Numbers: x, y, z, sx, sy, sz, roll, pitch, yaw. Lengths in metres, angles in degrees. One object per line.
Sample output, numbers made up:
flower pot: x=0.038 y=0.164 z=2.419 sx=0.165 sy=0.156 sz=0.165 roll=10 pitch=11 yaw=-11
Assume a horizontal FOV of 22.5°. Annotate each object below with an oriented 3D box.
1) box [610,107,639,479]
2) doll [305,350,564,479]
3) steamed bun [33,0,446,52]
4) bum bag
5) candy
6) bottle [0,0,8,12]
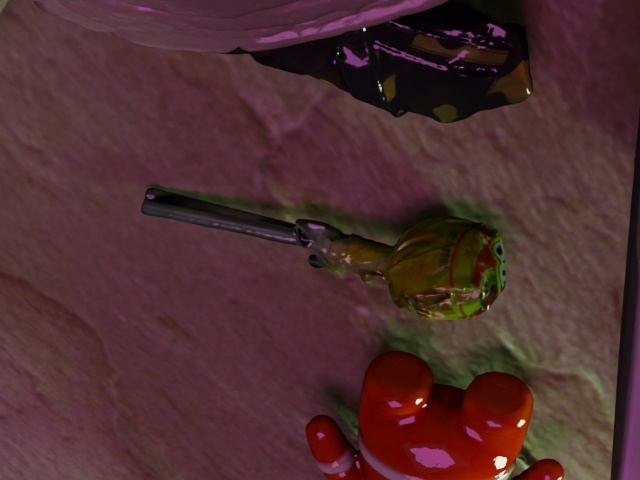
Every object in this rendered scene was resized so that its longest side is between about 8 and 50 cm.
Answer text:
box: x=0.218 y=-0.016 z=0.860 sx=0.106 sy=0.299 sz=0.200 roll=5 pitch=135 yaw=9
doll: x=0.078 y=0.221 z=1.273 sx=0.199 sy=0.105 sz=0.336 roll=11 pitch=135 yaw=3
steamed bun: x=0.015 y=-0.225 z=0.750 sx=0.383 sy=0.247 sz=0.236 roll=-25 pitch=135 yaw=27
bum bag: x=0.019 y=-0.128 z=0.973 sx=0.232 sy=0.060 sz=0.107 roll=21 pitch=144 yaw=-4
candy: x=0.000 y=0.003 z=1.114 sx=0.262 sy=0.073 sz=0.077 roll=13 pitch=163 yaw=11
bottle: x=-0.266 y=-0.129 z=1.026 sx=0.110 sy=0.097 sz=0.209 roll=-10 pitch=155 yaw=-41
